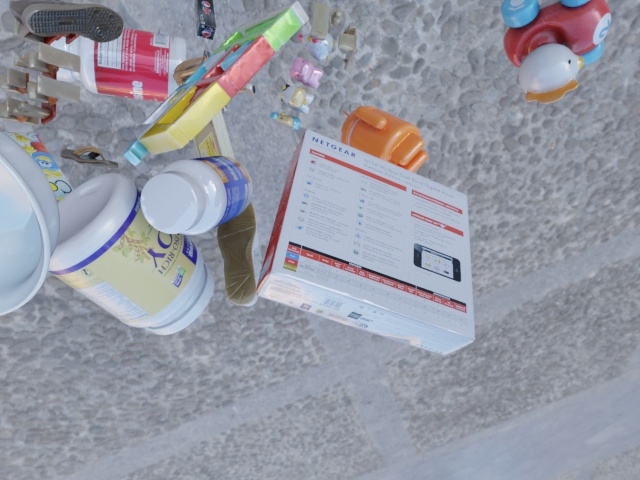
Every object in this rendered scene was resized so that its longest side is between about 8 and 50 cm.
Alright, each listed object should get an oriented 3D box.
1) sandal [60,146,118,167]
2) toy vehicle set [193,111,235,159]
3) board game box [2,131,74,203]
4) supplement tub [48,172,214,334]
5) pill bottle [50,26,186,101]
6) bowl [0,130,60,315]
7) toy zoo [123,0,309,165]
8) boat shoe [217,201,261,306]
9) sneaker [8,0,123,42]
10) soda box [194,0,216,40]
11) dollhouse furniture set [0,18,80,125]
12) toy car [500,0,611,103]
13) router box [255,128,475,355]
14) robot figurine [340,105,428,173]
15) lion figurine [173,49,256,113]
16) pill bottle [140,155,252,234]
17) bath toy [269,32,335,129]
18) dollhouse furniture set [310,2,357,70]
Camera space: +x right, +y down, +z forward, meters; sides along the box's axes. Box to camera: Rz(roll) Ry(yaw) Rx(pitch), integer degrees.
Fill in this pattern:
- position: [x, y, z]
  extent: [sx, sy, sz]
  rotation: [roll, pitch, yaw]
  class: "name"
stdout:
- position: [-0.738, -0.273, 1.444]
  extent: [0.090, 0.219, 0.060]
  rotation: [-3, 109, -62]
  class: "sandal"
- position: [-0.321, -0.273, 1.359]
  extent: [0.035, 0.267, 0.166]
  rotation: [-15, 178, -36]
  class: "toy vehicle set"
- position: [-0.710, -0.113, 1.087]
  extent: [0.144, 0.275, 0.142]
  rotation: [-47, 164, 28]
  class: "board game box"
- position: [-0.415, 0.043, 1.007]
  extent: [0.241, 0.241, 0.331]
  rotation: [-29, 133, 7]
  class: "supplement tub"
- position: [-0.674, -0.608, 1.555]
  extent: [0.407, 0.229, 0.229]
  rotation: [3, 130, -17]
  class: "pill bottle"
- position: [-0.480, -0.050, 0.614]
  extent: [0.297, 0.134, 0.298]
  rotation: [2, 116, 3]
  class: "bowl"
- position: [-0.164, -0.215, 0.642]
  extent: [0.293, 0.192, 0.030]
  rotation: [-51, 123, -13]
  class: "toy zoo"
- position: [-0.197, 0.029, 1.135]
  extent: [0.098, 0.277, 0.096]
  rotation: [-5, 163, 6]
  class: "boat shoe"
- position: [-0.438, -0.395, 0.792]
  extent: [0.188, 0.071, 0.066]
  rotation: [-32, 155, -57]
  class: "sneaker"
- position: [-0.398, -0.771, 1.561]
  extent: [0.060, 0.169, 0.053]
  rotation: [3, 150, -27]
  class: "soda box"
- position: [-0.675, -0.421, 1.127]
  extent: [0.262, 0.259, 0.135]
  rotation: [-4, 176, 39]
  class: "dollhouse furniture set"
- position: [0.507, -0.390, 0.968]
  extent: [0.210, 0.238, 0.219]
  rotation: [-9, 154, 31]
  class: "toy car"
- position: [0.092, -0.002, 0.763]
  extent: [0.335, 0.301, 0.082]
  rotation: [20, 143, -12]
  class: "router box"
- position: [0.134, -0.222, 1.019]
  extent: [0.158, 0.219, 0.128]
  rotation: [-5, 124, -46]
  class: "robot figurine"
- position: [-0.349, -0.497, 1.398]
  extent: [0.240, 0.142, 0.392]
  rotation: [-2, 180, 15]
  class: "lion figurine"
- position: [-0.251, -0.096, 0.946]
  extent: [0.152, 0.272, 0.152]
  rotation: [2, 103, 8]
  class: "pill bottle"
- position: [-0.064, -0.572, 1.594]
  extent: [0.129, 0.151, 0.348]
  rotation: [21, 95, -8]
  class: "bath toy"
- position: [0.037, -0.687, 1.538]
  extent: [0.151, 0.144, 0.123]
  rotation: [8, 169, -10]
  class: "dollhouse furniture set"
